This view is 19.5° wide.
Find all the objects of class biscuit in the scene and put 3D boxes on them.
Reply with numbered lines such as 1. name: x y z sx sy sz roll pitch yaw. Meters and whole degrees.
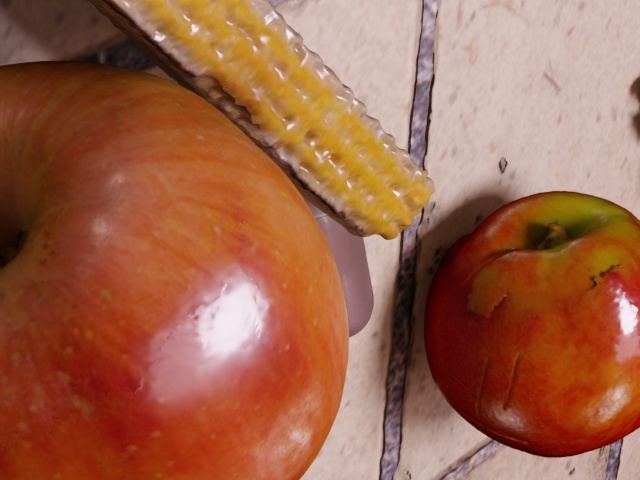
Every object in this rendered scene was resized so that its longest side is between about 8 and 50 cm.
1. biscuit: -0.049 -0.095 0.905 0.054 0.094 0.379 -51 148 -1

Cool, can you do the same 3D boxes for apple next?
1. apple: -0.110 0.049 0.858 0.242 0.242 0.241 -50 147 -18

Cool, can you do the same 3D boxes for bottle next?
1. bottle: 0.000 0.000 1.141 0.053 0.053 0.140 -43 143 -28

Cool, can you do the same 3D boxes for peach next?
1. peach: 0.161 0.067 1.299 0.197 0.197 0.197 -33 137 -37
